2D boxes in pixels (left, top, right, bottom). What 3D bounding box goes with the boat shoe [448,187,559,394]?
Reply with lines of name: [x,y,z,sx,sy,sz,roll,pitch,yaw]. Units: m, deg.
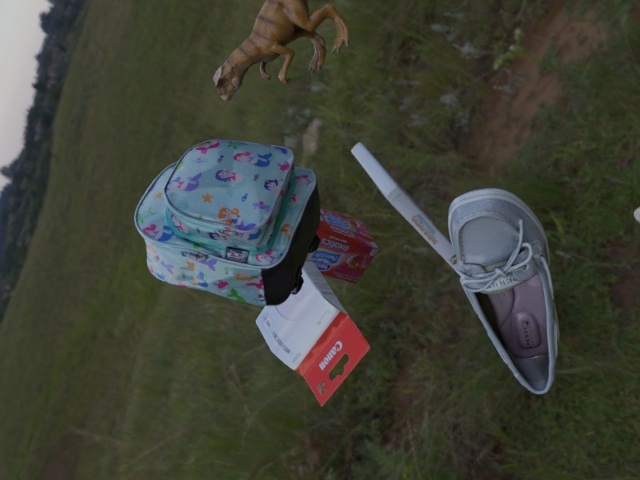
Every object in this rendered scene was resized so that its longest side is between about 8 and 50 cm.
boat shoe: [0.251,0.069,0.923,0.118,0.321,0.103,-13,37,17]

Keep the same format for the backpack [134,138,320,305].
backpack: [-0.145,-0.034,1.051,0.191,0.253,0.225,80,-157,-45]

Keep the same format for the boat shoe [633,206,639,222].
boat shoe: [0.431,-0.023,0.831,0.043,0.136,0.049,-9,75,60]

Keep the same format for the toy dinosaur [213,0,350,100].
toy dinosaur: [-0.026,-0.222,0.668,0.064,0.112,0.212,11,74,63]

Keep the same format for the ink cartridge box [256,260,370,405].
ink cartridge box: [-0.024,0.183,1.406,0.189,0.066,0.232,-56,47,28]

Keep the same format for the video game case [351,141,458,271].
video game case: [0.141,-0.043,1.060,0.026,0.206,0.227,-43,23,8]

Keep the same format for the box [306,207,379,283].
box: [0.000,0.000,1.756,0.123,0.256,0.128,-58,34,24]
